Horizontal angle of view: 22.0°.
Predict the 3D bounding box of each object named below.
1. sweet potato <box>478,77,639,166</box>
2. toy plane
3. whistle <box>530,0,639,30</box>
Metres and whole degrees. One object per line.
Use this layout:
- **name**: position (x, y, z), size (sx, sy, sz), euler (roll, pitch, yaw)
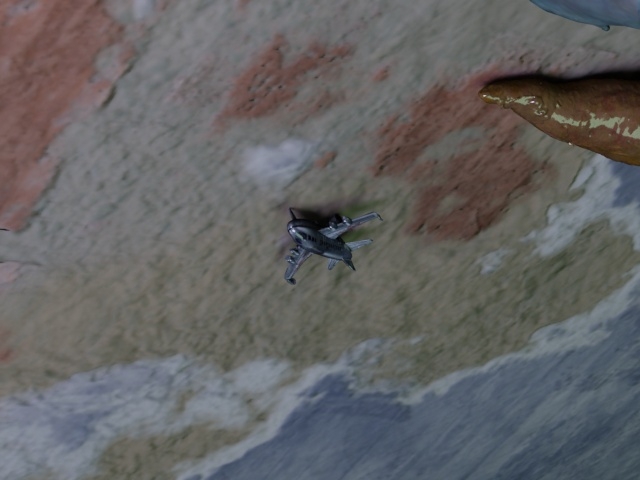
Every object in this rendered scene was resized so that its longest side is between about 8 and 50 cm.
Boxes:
- **sweet potato**: position (0.201, -0.078, 1.079), size (0.226, 0.068, 0.068), euler (-1, 141, -32)
- **toy plane**: position (0.000, 0.000, 1.083), size (0.078, 0.031, 0.083), euler (-37, 146, 17)
- **whistle**: position (0.241, -0.144, 0.798), size (0.348, 0.189, 0.189), euler (10, 158, 24)
